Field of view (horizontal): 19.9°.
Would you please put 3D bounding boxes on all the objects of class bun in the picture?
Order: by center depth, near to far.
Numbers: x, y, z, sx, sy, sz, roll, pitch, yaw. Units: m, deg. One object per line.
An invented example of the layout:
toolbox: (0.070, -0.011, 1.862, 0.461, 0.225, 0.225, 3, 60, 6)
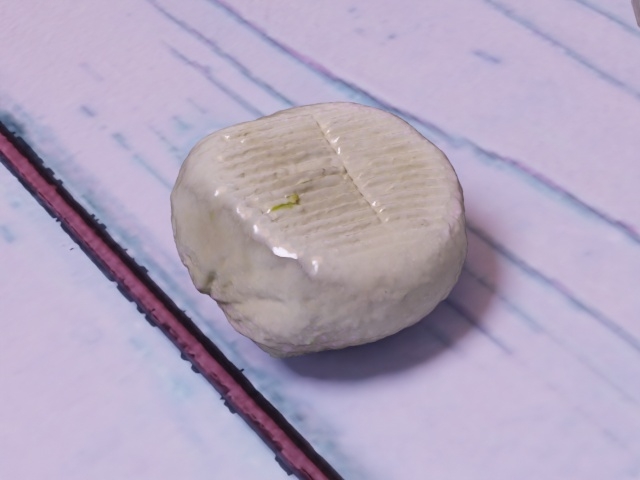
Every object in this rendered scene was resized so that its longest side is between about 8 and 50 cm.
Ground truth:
bun: (0.000, 0.000, 0.688, 0.115, 0.069, 0.115, 3, 43, -3)

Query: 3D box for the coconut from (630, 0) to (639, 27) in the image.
coconut: (0.196, -0.115, 0.645, 0.194, 0.194, 0.194, -13, 36, 9)
